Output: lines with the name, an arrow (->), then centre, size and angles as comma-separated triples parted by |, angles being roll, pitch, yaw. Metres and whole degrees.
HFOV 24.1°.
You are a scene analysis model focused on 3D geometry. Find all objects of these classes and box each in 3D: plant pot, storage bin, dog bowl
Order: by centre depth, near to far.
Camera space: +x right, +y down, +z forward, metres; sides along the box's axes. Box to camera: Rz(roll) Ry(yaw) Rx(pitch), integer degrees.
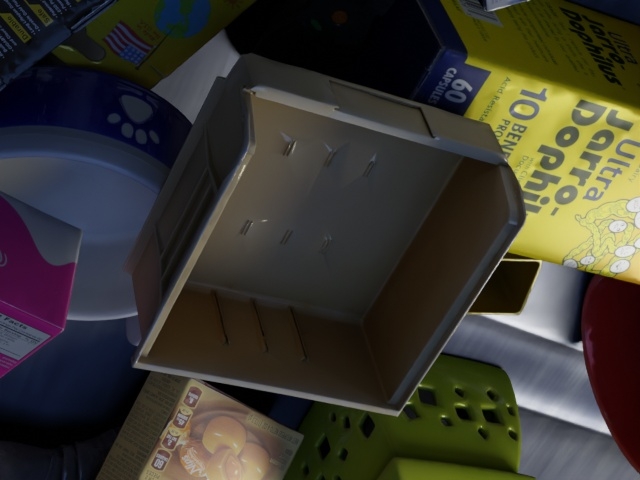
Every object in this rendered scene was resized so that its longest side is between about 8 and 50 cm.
storage bin -> 0.000, 0.000, 1.291 | 0.262, 0.123, 0.260 | 14, 125, -25
dog bowl -> -0.235, -0.039, 1.398 | 0.265, 0.104, 0.265 | 2, 144, 2
plant pot -> 0.184, 0.025, 1.654 | 0.081, 0.083, 0.081 | 2, 128, -19
plant pot -> 0.472, 0.128, 1.734 | 0.243, 0.275, 0.275 | -16, 133, -18
plant pot -> 0.110, 0.281, 1.769 | 0.228, 0.207, 0.227 | 13, 125, -25

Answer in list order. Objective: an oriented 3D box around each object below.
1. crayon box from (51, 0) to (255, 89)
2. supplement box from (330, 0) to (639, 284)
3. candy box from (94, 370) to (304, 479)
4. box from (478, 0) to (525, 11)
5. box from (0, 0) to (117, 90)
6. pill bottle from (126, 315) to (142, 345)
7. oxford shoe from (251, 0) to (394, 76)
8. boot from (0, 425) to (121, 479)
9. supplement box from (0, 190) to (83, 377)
crayon box -> -0.129, -0.282, 1.295 | 0.318, 0.081, 0.202 | -38, 130, 15
supplement box -> 0.194, -0.117, 1.460 | 0.356, 0.195, 0.194 | 13, 125, -27
candy box -> -0.171, 0.317, 1.690 | 0.183, 0.087, 0.316 | 32, 81, -35
box -> 0.191, -0.307, 1.213 | 0.232, 0.322, 0.058 | -14, 128, -6
box -> -0.317, -0.273, 1.178 | 0.257, 0.079, 0.322 | -34, 110, 14
pill bottle -> -0.118, 0.097, 1.614 | 0.169, 0.094, 0.094 | 16, 123, -29
oxford shoe -> 0.008, -0.222, 1.392 | 0.083, 0.096, 0.227 | 22, 140, -25
boot -> -0.352, 0.352, 1.755 | 0.222, 0.118, 0.338 | 2, 137, -32
supplement box -> -0.323, 0.059, 1.355 | 0.114, 0.111, 0.220 | 29, 136, -30
